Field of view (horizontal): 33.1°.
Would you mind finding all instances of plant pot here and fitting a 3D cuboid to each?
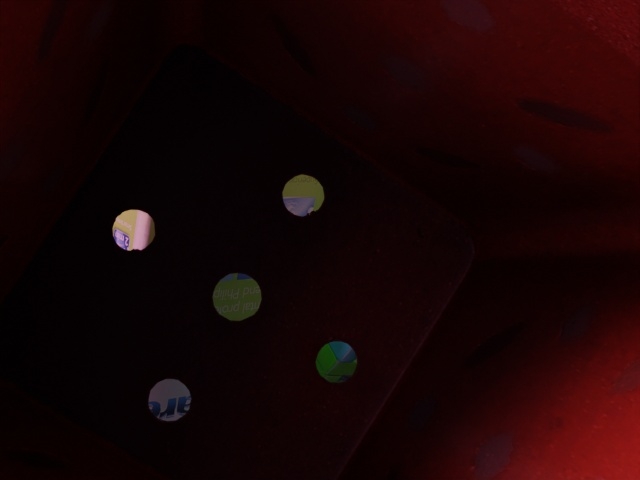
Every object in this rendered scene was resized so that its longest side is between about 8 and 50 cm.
[{"bbox_3d":[-0.016,0.029,0.381,0.267,0.267,0.236,34,-4,-9],"label":"plant pot"}]

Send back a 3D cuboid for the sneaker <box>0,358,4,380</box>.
[{"bbox_3d":[-0.165,0.070,0.498,0.065,0.076,0.166,19,10,15],"label":"sneaker"}]

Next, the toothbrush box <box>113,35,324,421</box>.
[{"bbox_3d":[-0.102,-0.048,0.620,0.122,0.283,0.206,-6,23,-40],"label":"toothbrush box"}]

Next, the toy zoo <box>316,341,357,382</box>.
[{"bbox_3d":[0.116,0.020,0.686,0.192,0.293,0.030,9,41,-42],"label":"toy zoo"}]
